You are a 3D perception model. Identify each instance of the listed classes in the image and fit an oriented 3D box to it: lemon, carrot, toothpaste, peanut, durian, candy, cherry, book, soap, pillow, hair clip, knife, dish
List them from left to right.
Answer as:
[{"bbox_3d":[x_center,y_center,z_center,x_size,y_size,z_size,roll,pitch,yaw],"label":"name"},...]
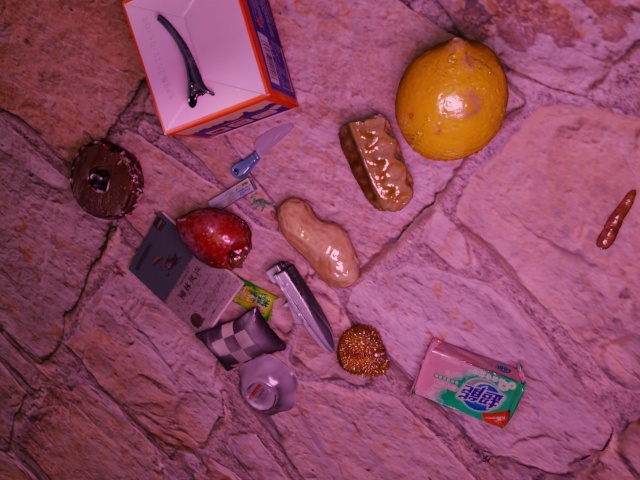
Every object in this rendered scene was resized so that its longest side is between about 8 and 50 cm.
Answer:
[{"bbox_3d":[-0.458,0.116,1.358,0.379,0.031,0.264,39,108,10],"label":"book"},{"bbox_3d":[-0.327,-0.439,0.972,0.070,0.039,0.229,-23,90,18],"label":"hair clip"},{"bbox_3d":[-0.327,-0.015,1.230,0.250,0.192,0.175,23,76,4],"label":"cherry"},{"bbox_3d":[-0.277,-0.139,1.275,0.164,0.034,0.046,-27,92,18],"label":"toothpaste"},{"bbox_3d":[-0.259,0.323,1.315,0.250,0.106,0.185,-25,111,17],"label":"pillow"},{"bbox_3d":[-0.227,0.186,1.323,0.178,0.032,0.102,27,106,9],"label":"candy"},{"bbox_3d":[-0.181,-0.280,1.231,0.244,0.032,0.058,-42,79,13],"label":"knife"},{"bbox_3d":[-0.188,0.497,1.345,0.230,0.081,0.229,3,101,15],"label":"dish"},{"bbox_3d":[0.000,0.000,1.182,0.147,0.147,0.319,-44,82,18],"label":"peanut"},{"bbox_3d":[0.123,0.328,1.211,0.168,0.137,0.158,-6,79,29],"label":"durian"},{"bbox_3d":[0.306,-0.328,0.956,0.258,0.310,0.257,-4,61,7],"label":"lemon"},{"bbox_3d":[0.415,0.407,1.162,0.274,0.098,0.217,19,111,13],"label":"soap"},{"bbox_3d":[0.746,-0.052,1.023,0.036,0.036,0.165,22,103,10],"label":"carrot"}]

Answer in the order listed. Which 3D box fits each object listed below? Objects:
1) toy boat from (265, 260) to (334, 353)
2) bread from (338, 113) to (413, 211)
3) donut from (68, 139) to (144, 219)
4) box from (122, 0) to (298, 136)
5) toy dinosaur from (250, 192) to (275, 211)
[{"bbox_3d":[-0.051,0.206,1.223,0.092,0.141,0.319,-32,91,6],"label":"toy boat"},{"bbox_3d":[0.157,-0.201,1.103,0.152,0.130,0.267,-18,97,54],"label":"bread"},{"bbox_3d":[-0.702,-0.198,1.342,0.270,0.103,0.269,2,100,12],"label":"donut"},{"bbox_3d":[-0.275,-0.490,1.096,0.319,0.257,0.348,-15,97,19],"label":"box"},{"bbox_3d":[-0.182,-0.123,1.262,0.083,0.021,0.062,-22,81,19],"label":"toy dinosaur"}]
